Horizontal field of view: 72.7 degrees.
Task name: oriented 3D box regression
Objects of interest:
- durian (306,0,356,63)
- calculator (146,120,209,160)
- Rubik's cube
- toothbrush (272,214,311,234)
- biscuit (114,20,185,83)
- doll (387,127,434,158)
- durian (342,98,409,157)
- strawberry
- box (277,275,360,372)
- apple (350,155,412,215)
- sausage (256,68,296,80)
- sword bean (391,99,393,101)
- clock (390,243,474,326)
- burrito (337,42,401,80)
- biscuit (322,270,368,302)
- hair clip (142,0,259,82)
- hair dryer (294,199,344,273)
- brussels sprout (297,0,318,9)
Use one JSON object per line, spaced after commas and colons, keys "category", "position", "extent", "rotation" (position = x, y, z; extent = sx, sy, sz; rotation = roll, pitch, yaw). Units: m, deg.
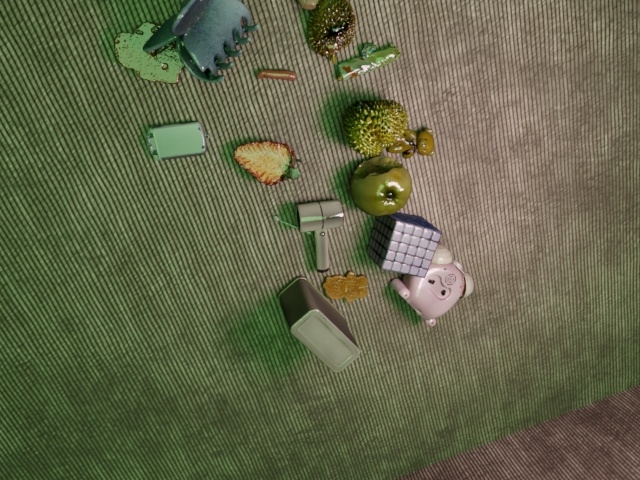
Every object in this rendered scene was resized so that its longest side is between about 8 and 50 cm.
{"category": "durian", "position": [0.048, -0.812, 1.679], "extent": [0.194, 0.137, 0.237], "rotation": [-13, 112, -7]}
{"category": "calculator", "position": [-0.571, -0.401, 1.749], "extent": [0.246, 0.045, 0.141], "rotation": [-10, 111, -8]}
{"category": "Rubik's cube", "position": [0.371, 0.007, 1.984], "extent": [0.237, 0.237, 0.237], "rotation": [11, 106, -14]}
{"category": "toothbrush", "position": [-0.128, -0.069, 1.974], "extent": [0.195, 0.014, 0.017], "rotation": [25, 100, -18]}
{"category": "biscuit", "position": [-0.616, -0.703, 1.634], "extent": [0.291, 0.041, 0.208], "rotation": [3, 108, -17]}
{"category": "doll", "position": [0.404, -0.422, 1.915], "extent": [0.210, 0.097, 0.137], "rotation": [-7, 116, -3]}
{"category": "durian", "position": [0.210, -0.472, 1.771], "extent": [0.291, 0.291, 0.224], "rotation": [-38, 116, 4]}
{"category": "strawberry", "position": [-0.214, -0.329, 1.822], "extent": [0.287, 0.106, 0.188], "rotation": [18, 101, -4]}
{"category": "box", "position": [-0.011, 0.374, 1.979], "extent": [0.177, 0.344, 0.352], "rotation": [-42, 111, 2]}
{"category": "apple", "position": [0.259, -0.228, 1.878], "extent": [0.280, 0.279, 0.278], "rotation": [-4, 110, -10]}
{"category": "sausage", "position": [-0.176, -0.662, 1.741], "extent": [0.158, 0.036, 0.041], "rotation": [-2, 98, -10]}
{"category": "sword bean", "position": [0.316, -0.568, 1.887], "extent": [0.012, 0.012, 0.083], "rotation": [-10, 110, -8]}
{"category": "clock", "position": [0.559, 0.214, 2.137], "extent": [0.326, 0.184, 0.342], "rotation": [-44, 117, 1]}
{"category": "burrito", "position": [0.191, -0.744, 1.780], "extent": [0.288, 0.054, 0.104], "rotation": [-21, 110, -2]}
{"category": "biscuit", "position": [0.121, 0.226, 2.119], "extent": [0.226, 0.036, 0.165], "rotation": [-4, 109, -7]}
{"category": "hair clip", "position": [-0.393, -0.733, 1.522], "extent": [0.238, 0.392, 0.318], "rotation": [39, 73, -33]}
{"category": "hair dryer", "position": [0.000, 0.000, 1.963], "extent": [0.204, 0.128, 0.361], "rotation": [-8, 112, -13]}
{"category": "brussels sprout", "position": [-0.050, -0.961, 1.606], "extent": [0.146, 0.131, 0.183], "rotation": [23, 85, -26]}
